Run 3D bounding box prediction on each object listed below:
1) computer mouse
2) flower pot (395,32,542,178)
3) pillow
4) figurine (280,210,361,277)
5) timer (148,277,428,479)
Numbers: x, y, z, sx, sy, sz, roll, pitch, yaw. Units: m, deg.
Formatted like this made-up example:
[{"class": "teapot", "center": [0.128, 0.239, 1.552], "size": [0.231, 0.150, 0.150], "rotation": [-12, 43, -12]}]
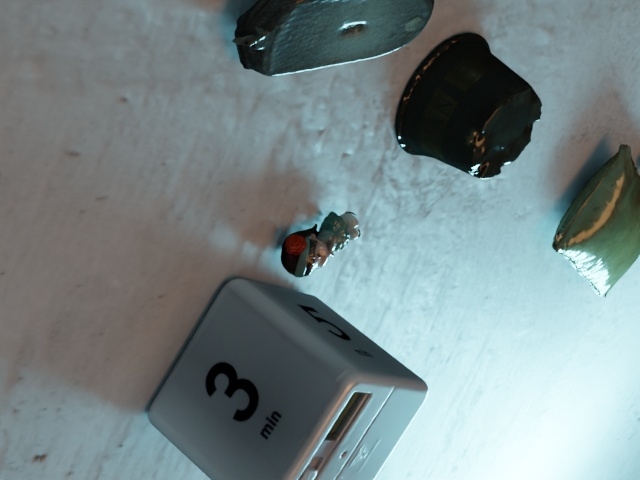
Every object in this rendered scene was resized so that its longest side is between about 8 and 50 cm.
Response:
[{"class": "computer mouse", "center": [0.004, -0.214, 1.247], "size": [0.229, 0.068, 0.113], "rotation": [-13, 145, -34]}, {"class": "flower pot", "center": [0.174, -0.142, 1.513], "size": [0.157, 0.107, 0.157], "rotation": [-32, 143, -29]}, {"class": "pillow", "center": [0.440, -0.024, 2.029], "size": [0.185, 0.075, 0.302], "rotation": [-56, 151, 1]}, {"class": "figurine", "center": [0.000, 0.000, 1.478], "size": [0.106, 0.047, 0.060], "rotation": [-32, 152, -36]}, {"class": "timer", "center": [-0.034, 0.177, 1.468], "size": [0.192, 0.195, 0.194], "rotation": [-58, 149, 9]}]
